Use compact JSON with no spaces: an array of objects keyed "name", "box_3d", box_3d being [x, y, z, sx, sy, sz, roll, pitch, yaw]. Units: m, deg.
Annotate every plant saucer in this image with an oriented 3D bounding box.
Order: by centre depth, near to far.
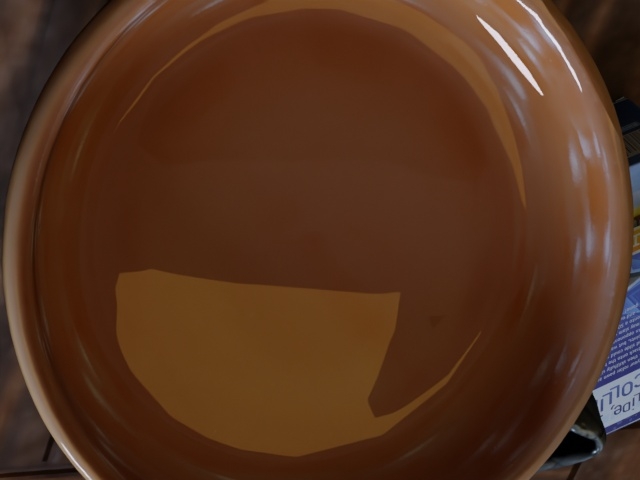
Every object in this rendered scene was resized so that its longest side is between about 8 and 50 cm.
[{"name":"plant saucer","box_3d":[0.000,0.000,0.589,0.200,0.037,0.200,-4,100,-22]}]

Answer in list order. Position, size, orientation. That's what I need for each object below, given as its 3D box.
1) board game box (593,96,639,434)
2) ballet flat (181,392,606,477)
[{"name":"board game box","box_3d":[0.034,0.043,0.699,0.201,0.035,0.136,-21,134,-17]},{"name":"ballet flat","box_3d":[0.017,0.064,0.641,0.173,0.049,0.057,-12,130,-25]}]
